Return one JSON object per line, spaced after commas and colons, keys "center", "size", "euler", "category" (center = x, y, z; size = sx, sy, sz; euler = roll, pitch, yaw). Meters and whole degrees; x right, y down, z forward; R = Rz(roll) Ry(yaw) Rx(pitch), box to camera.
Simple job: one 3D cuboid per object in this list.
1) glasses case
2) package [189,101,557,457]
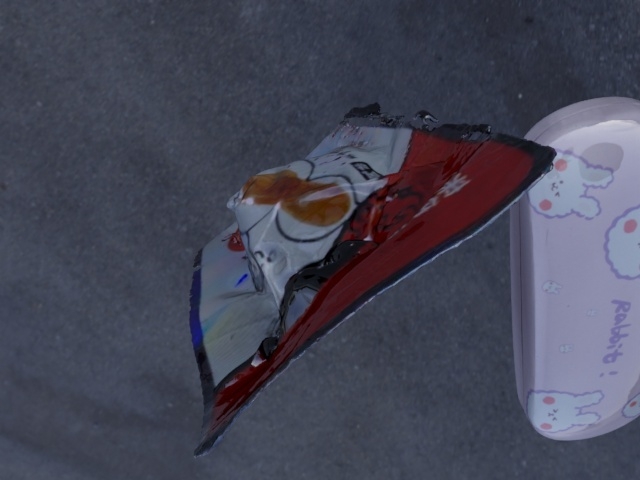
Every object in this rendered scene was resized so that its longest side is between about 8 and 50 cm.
{"center": [0.203, 0.034, 0.665], "size": [0.113, 0.075, 0.296], "euler": [-14, 124, -5], "category": "glasses case"}
{"center": [0.000, 0.000, 0.472], "size": [0.071, 0.269, 0.194], "euler": [40, 91, -23], "category": "package"}
